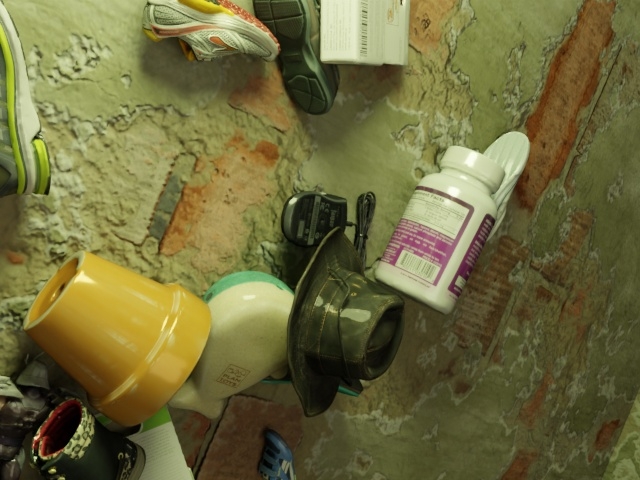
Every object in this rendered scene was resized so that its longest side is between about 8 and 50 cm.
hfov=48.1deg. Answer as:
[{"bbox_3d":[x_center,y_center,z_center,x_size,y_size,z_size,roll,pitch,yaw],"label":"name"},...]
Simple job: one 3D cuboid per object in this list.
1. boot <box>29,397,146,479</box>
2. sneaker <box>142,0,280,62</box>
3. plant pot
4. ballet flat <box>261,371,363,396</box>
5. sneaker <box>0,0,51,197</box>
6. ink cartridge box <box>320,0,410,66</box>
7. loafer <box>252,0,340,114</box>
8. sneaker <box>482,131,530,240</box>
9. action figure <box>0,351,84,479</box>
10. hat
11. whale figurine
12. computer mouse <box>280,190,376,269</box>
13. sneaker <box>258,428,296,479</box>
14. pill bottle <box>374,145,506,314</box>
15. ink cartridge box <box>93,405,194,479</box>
[{"bbox_3d":[-0.343,0.345,0.958,0.236,0.085,0.179,-64,149,-32],"label":"boot"},{"bbox_3d":[-0.154,-0.297,1.018,0.225,0.088,0.093,11,119,-43],"label":"sneaker"},{"bbox_3d":[-0.286,0.117,0.979,0.188,0.205,0.205,42,77,-26],"label":"plant pot"},{"bbox_3d":[-0.012,0.227,1.323,0.280,0.095,0.096,20,80,-44],"label":"ballet flat"},{"bbox_3d":[-0.401,-0.177,0.817,0.121,0.111,0.300,-22,117,-29],"label":"sneaker"},{"bbox_3d":[0.079,-0.431,1.153,0.261,0.066,0.297,-25,118,-64],"label":"ink cartridge box"},{"bbox_3d":[-0.031,-0.325,1.112,0.084,0.096,0.268,-58,144,-35],"label":"loafer"},{"bbox_3d":[0.373,-0.111,1.549,0.258,0.094,0.091,-60,152,-1],"label":"sneaker"},{"bbox_3d":[-0.435,0.283,0.968,0.185,0.099,0.285,25,85,-37],"label":"action figure"},{"bbox_3d":[0.064,0.134,1.176,0.331,0.133,0.332,4,90,-69],"label":"hat"},{"bbox_3d":[-0.146,0.166,1.171,0.216,0.141,0.272,25,111,-30],"label":"whale figurine"},{"bbox_3d":[0.000,0.000,1.271,0.262,0.060,0.184,-5,105,-53],"label":"computer mouse"},{"bbox_3d":[-0.086,0.422,1.353,0.059,0.053,0.144,-25,120,-30],"label":"sneaker"},{"bbox_3d":[0.239,-0.023,1.395,0.169,0.169,0.302,31,85,-44],"label":"pill bottle"},{"bbox_3d":[-0.305,0.393,1.132,0.188,0.097,0.255,-15,81,-37],"label":"ink cartridge box"}]
